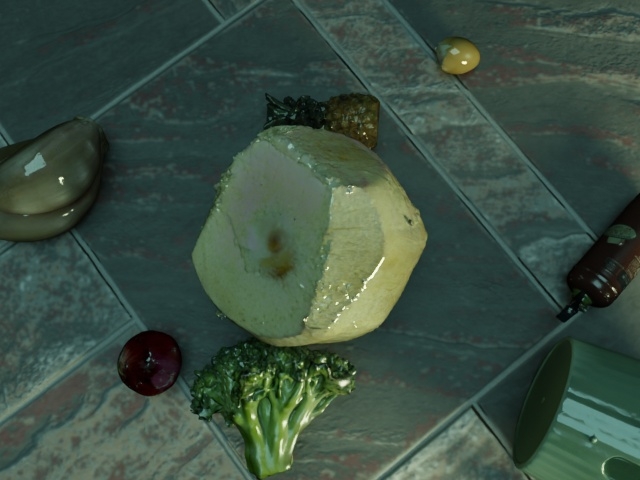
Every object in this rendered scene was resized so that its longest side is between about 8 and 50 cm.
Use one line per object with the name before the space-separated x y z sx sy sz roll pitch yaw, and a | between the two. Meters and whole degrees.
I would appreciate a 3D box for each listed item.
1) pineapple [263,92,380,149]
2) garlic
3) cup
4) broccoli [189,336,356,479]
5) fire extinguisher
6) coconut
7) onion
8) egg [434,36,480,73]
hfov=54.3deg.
pineapple | 0.001 -0.255 1.318 0.248 0.128 0.128 6 79 7
garlic | -0.601 -0.128 1.241 0.340 0.231 0.246 -11 82 -7
cup | 0.558 0.404 1.090 0.392 0.310 0.401 23 78 10
broccoli | -0.087 0.300 1.156 0.288 0.248 0.246 -5 83 44
fire extinguisher | 0.578 0.043 1.239 0.102 0.138 0.344 41 81 23
coconut | 0.000 0.000 1.153 0.404 0.404 0.405 0 79 1
onion | -0.334 0.240 1.221 0.131 0.131 0.131 0 79 1
egg | 0.300 -0.403 1.359 0.096 0.080 0.080 -5 79 -7
